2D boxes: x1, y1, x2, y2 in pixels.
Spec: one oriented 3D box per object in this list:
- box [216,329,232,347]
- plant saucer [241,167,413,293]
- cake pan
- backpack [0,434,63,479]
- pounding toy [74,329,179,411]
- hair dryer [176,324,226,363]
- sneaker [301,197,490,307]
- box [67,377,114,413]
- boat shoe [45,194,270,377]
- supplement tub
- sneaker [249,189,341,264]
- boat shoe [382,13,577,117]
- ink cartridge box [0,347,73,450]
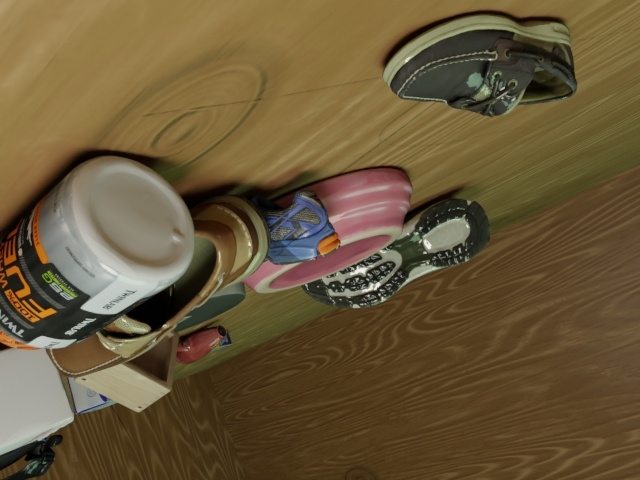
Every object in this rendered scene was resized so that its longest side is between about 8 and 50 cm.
[{"bbox_3d":[-0.358,0.337,1.706,0.059,0.054,0.169,-25,169,12],"label":"box"},{"bbox_3d":[0.000,0.000,0.818,0.332,0.084,0.332,-22,167,-5],"label":"plant saucer"},{"bbox_3d":[-0.265,0.122,0.937,0.293,0.054,0.293,-21,168,-5],"label":"cake pan"},{"bbox_3d":[-0.666,0.367,0.911,0.263,0.213,0.276,-37,157,23],"label":"backpack"},{"bbox_3d":[-0.284,0.172,0.774,0.100,0.141,0.130,-35,124,18],"label":"pounding toy"},{"bbox_3d":[-0.405,0.313,1.457,0.293,0.080,0.223,-20,167,-13],"label":"hair dryer"},{"bbox_3d":[0.151,0.027,1.123,0.410,0.158,0.182,-18,-174,2],"label":"sneaker"},{"bbox_3d":[-0.500,0.310,1.155,0.072,0.126,0.137,-20,167,-6],"label":"box"},{"bbox_3d":[-0.205,0.059,0.575,0.324,0.123,0.120,-37,-177,19],"label":"boat shoe"},{"bbox_3d":[-0.209,0.021,0.445,0.190,0.117,0.117,-31,166,30],"label":"supplement tub"},{"bbox_3d":[-0.083,-0.011,0.641,0.221,0.087,0.083,-9,-175,20],"label":"sneaker"},{"bbox_3d":[0.160,-0.151,0.468,0.223,0.074,0.080,-16,166,-30],"label":"boat shoe"},{"bbox_3d":[-0.530,0.256,0.684,0.307,0.129,0.223,-12,165,-46],"label":"ink cartridge box"}]
